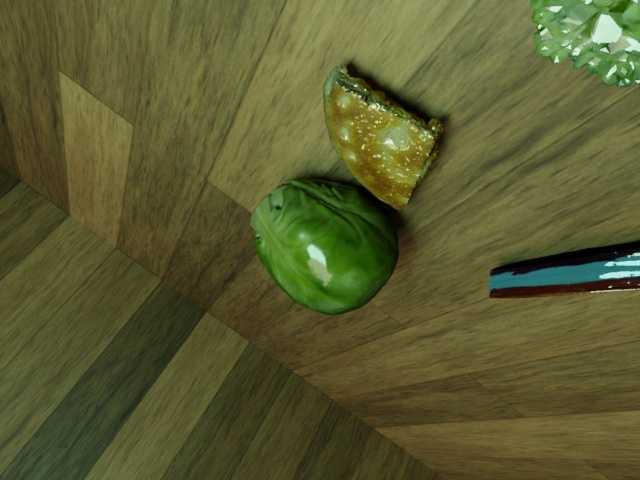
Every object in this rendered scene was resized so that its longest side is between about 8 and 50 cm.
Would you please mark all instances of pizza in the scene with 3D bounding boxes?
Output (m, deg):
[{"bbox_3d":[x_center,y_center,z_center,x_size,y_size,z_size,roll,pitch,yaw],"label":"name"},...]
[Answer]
[{"bbox_3d":[0.130,-0.186,0.913,0.226,0.086,0.335,-4,135,38],"label":"pizza"}]

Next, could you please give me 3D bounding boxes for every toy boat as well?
[{"bbox_3d":[0.499,0.061,0.914,0.392,0.136,0.079,-17,92,51],"label":"toy boat"}]

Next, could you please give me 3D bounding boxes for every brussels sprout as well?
[{"bbox_3d":[0.001,0.002,1.100,0.355,0.289,0.281,36,136,17],"label":"brussels sprout"}]

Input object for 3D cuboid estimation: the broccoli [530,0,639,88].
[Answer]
[{"bbox_3d":[0.325,-0.316,0.406,0.338,0.277,0.317,53,164,-15],"label":"broccoli"}]
